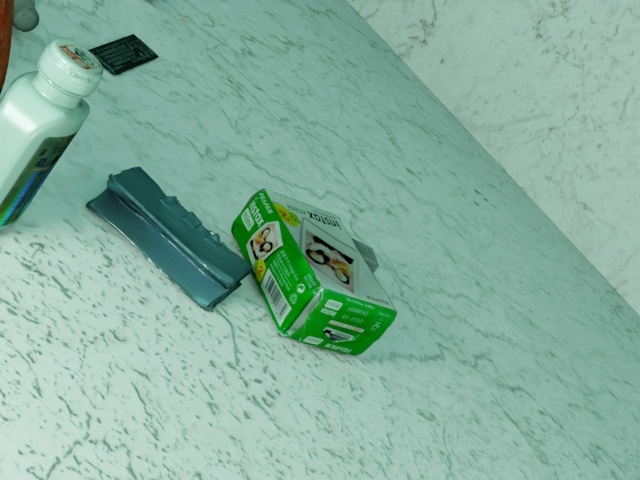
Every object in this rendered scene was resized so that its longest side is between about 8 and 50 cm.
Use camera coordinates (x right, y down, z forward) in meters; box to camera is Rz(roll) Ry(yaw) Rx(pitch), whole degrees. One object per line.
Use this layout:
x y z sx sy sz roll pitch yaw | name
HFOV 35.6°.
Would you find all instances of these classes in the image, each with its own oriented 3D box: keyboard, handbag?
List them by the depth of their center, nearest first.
-0.195 -0.009 1.347 0.221 0.057 0.144 41 18 3 | handbag
-0.348 -0.331 1.766 0.067 0.011 0.202 40 22 -3 | keyboard

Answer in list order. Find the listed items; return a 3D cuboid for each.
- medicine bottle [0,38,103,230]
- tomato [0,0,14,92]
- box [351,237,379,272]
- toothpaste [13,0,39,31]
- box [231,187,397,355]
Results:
-0.325 -0.116 1.106 0.083 0.229 0.121 39 22 0 | medicine bottle
-0.467 -0.255 1.050 0.293 0.289 0.325 10 22 -35 | tomato
0.000 0.000 1.651 0.218 0.039 0.055 25 28 -31 | box
-0.519 -0.413 1.601 0.282 0.068 0.099 46 -9 40 | toothpaste
-0.015 0.045 1.462 0.180 0.103 0.250 20 30 -42 | box
